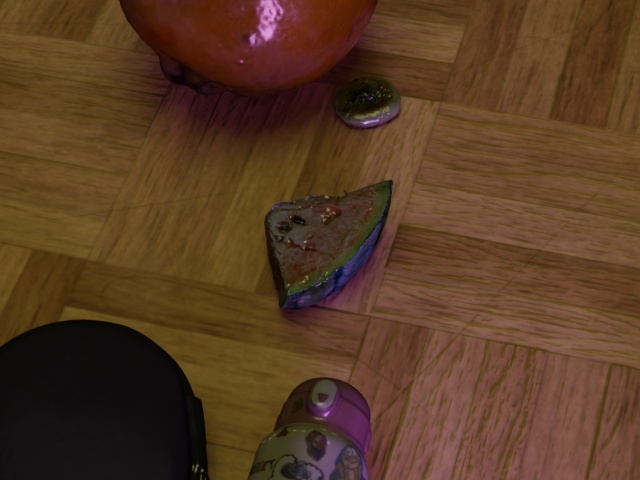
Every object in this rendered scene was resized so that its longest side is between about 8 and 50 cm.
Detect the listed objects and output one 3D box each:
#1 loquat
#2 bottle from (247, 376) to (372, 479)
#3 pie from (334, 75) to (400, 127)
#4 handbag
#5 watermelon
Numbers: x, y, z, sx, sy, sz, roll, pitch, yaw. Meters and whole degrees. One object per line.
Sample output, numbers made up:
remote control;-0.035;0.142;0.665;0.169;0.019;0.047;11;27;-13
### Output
loquat;-0.085;-0.324;1.983;0.328;0.328;0.328;-2;51;3
bottle;-0.017;0.248;1.628;0.120;0.120;0.253;8;52;11
pie;0.055;-0.169;2.029;0.084;0.021;0.084;-2;50;2
handbag;-0.241;0.217;1.688;0.253;0.093;0.308;-7;50;-3
watermelon;0.000;0.000;1.869;0.139;0.071;0.187;30;67;33
